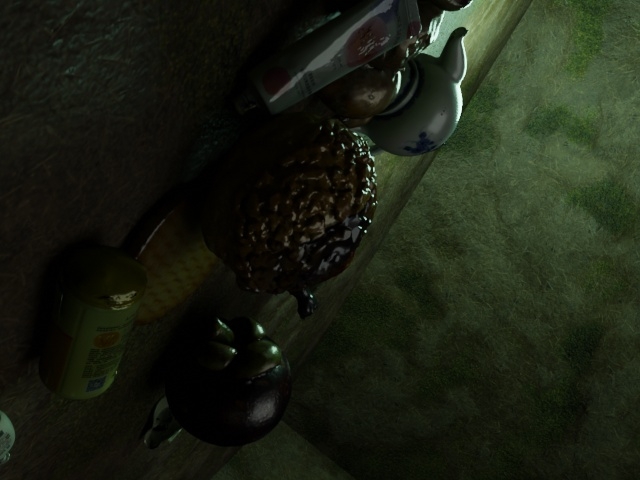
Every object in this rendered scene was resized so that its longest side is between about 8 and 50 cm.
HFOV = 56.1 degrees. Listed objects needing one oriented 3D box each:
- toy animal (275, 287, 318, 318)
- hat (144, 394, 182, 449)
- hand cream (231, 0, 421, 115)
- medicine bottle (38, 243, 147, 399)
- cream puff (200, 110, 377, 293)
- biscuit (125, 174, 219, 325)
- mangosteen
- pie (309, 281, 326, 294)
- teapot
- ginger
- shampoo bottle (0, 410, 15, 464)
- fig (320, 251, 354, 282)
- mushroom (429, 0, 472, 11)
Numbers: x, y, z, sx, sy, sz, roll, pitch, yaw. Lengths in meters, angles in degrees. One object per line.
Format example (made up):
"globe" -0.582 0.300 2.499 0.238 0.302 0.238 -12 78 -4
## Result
"toy animal" -0.080 0.044 1.494 0.106 0.168 0.343 -48 151 -36
"hat" -0.420 0.480 1.631 0.122 0.081 0.166 -6 125 -21
"hand cream" 0.011 -0.294 0.962 0.340 0.078 0.124 -29 148 -1
"medicine bottle" -0.334 0.116 0.880 0.124 0.124 0.239 -36 156 -56
"cream puff" -0.033 -0.051 1.043 0.343 0.231 0.327 5 122 -57
"biscuit" -0.258 0.020 1.090 0.318 0.040 0.318 -51 165 -20
"mangosteen" -0.219 0.321 1.447 0.307 0.306 0.347 -40 143 -51
"pie" 0.003 0.066 1.861 0.274 0.105 0.257 -54 -161 -7
"teapot" 0.197 -0.341 1.450 0.424 0.252 0.280 -37 140 24
"ginger" 0.089 -0.360 1.134 0.256 0.176 0.375 -24 153 -33
"shampoo bottle" -0.501 0.311 0.918 0.077 0.045 0.152 -49 164 -33
"fig" -0.011 -0.004 1.715 0.203 0.186 0.250 -40 -144 25
"mushroom" 0.202 -0.513 1.003 0.292 0.217 0.212 22 109 -40
